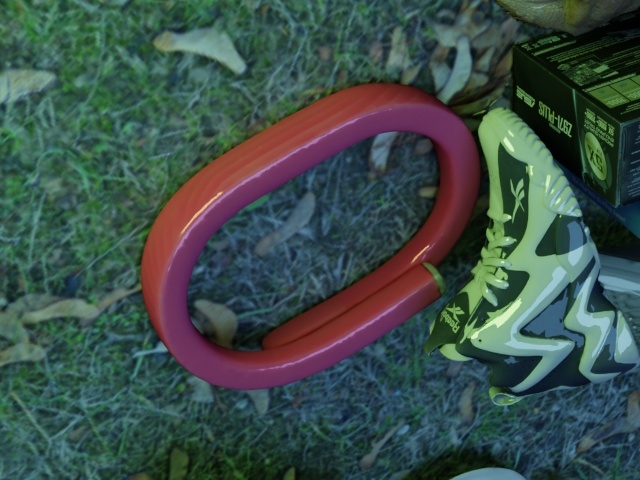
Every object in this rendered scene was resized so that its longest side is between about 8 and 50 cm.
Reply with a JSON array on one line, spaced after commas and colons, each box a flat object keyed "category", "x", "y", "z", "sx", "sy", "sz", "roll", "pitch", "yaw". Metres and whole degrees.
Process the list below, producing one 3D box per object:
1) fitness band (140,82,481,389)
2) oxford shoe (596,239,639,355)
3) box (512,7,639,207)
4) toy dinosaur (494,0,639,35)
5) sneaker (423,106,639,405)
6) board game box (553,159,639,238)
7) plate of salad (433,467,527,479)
[{"category": "fitness band", "x": 0.000, "y": 0.000, "z": 1.026, "sx": 0.291, "sy": 0.054, "sz": 0.209, "roll": -31, "pitch": 131, "yaw": -10}, {"category": "oxford shoe", "x": 0.353, "y": 0.036, "z": 1.219, "sx": 0.449, "sy": 0.169, "sz": 0.130, "roll": 7, "pitch": 73, "yaw": -25}, {"category": "box", "x": 0.265, "y": -0.117, "z": 1.038, "sx": 0.180, "sy": 0.147, "sz": 0.077, "roll": -20, "pitch": 128, "yaw": -19}, {"category": "toy dinosaur", "x": 0.227, "y": -0.214, "z": 0.978, "sx": 0.295, "sy": 0.127, "sz": 0.200, "roll": -24, "pitch": 159, "yaw": 3}, {"category": "sneaker", "x": 0.137, "y": 0.026, "z": 1.032, "sx": 0.153, "sy": 0.094, "sz": 0.235, "roll": -25, "pitch": 110, "yaw": 4}, {"category": "board game box", "x": 0.316, "y": -0.074, "z": 1.089, "sx": 0.210, "sy": 0.160, "sz": 0.047, "roll": -17, "pitch": 127, "yaw": -21}, {"category": "plate of salad", "x": 0.126, "y": 0.298, "z": 1.304, "sx": 0.200, "sy": 0.048, "sz": 0.200, "roll": -17, "pitch": 128, "yaw": -22}]
